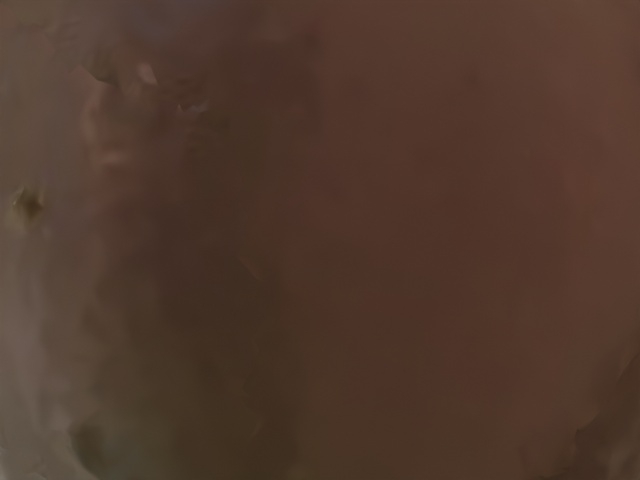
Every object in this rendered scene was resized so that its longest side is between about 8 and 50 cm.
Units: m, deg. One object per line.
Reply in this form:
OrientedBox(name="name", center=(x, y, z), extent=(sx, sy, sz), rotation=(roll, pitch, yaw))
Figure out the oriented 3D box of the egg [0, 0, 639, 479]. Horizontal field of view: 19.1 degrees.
OrientedBox(name="egg", center=(0.000, 0.000, 0.685), extent=(0.354, 0.340, 0.355), rotation=(0, -42, 0))
